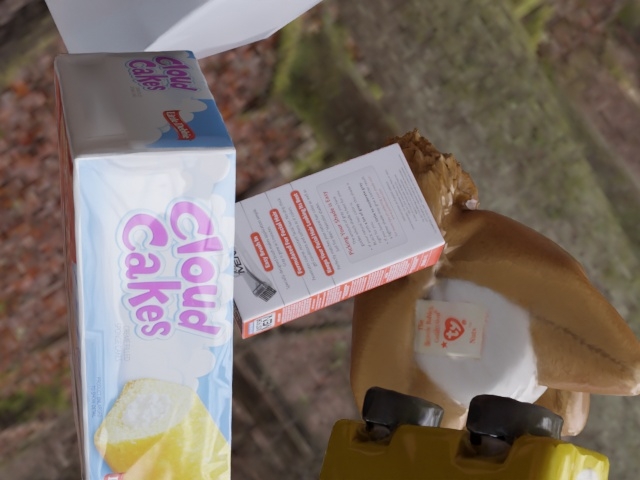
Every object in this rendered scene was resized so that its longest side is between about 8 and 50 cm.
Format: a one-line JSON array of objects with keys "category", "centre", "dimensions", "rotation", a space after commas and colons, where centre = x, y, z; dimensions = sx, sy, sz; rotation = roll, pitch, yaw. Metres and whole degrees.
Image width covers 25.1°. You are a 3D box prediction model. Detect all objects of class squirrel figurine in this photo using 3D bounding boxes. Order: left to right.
[{"category": "squirrel figurine", "centre": [0.152, 0.058, 1.588], "dimensions": [0.281, 0.397, 0.370], "rotation": [-34, 173, 10]}]

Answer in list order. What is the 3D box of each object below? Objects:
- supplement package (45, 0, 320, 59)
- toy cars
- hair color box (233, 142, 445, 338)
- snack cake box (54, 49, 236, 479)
[{"category": "supplement package", "centre": [-0.108, -0.286, 1.086], "dimensions": [0.198, 0.262, 0.199], "rotation": [-24, 180, -41]}, {"category": "toy cars", "centre": [0.017, 0.192, 0.628], "dimensions": [0.393, 0.087, 0.176], "rotation": [-56, -154, 35]}, {"category": "hair color box", "centre": [0.000, 0.000, 1.109], "dimensions": [0.167, 0.093, 0.053], "rotation": [-20, 163, -11]}, {"category": "snack cake box", "centre": [-0.107, 0.035, 0.863], "dimensions": [0.089, 0.264, 0.152], "rotation": [-4, -151, -11]}]
